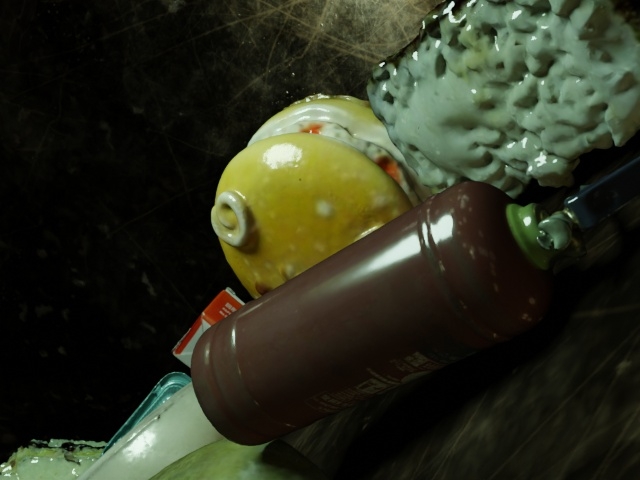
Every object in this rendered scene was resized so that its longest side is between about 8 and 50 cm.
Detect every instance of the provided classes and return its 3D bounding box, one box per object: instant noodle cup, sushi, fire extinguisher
[{"bbox_3d":[-0.203,0.291,1.009,0.179,0.157,0.070,-51,1,-7],"label":"instant noodle cup"},{"bbox_3d":[0.186,-0.146,0.638,0.182,0.196,0.343,-31,-1,-26],"label":"sushi"},{"bbox_3d":[0.068,0.033,0.492,0.344,0.102,0.138,-31,-4,31],"label":"fire extinguisher"}]

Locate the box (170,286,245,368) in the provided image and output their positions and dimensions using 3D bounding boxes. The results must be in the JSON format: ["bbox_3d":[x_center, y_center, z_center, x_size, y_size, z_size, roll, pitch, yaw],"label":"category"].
[{"bbox_3d":[-0.152,0.194,1.308,0.133,0.182,0.099,-52,0,34],"label":"box"}]

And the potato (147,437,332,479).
[{"bbox_3d":[-0.105,0.233,0.601,0.255,0.112,0.269,-44,-1,24],"label":"potato"}]

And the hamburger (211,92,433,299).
[{"bbox_3d":[0.000,0.000,0.858,0.186,0.261,0.302,-58,-10,-46],"label":"hamburger"}]

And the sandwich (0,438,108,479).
[{"bbox_3d":[-0.422,0.462,1.154,0.325,0.262,0.131,-50,1,-9],"label":"sandwich"}]

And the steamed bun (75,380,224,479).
[{"bbox_3d":[-0.176,0.280,0.860,0.232,0.145,0.232,-41,-3,-3],"label":"steamed bun"}]
